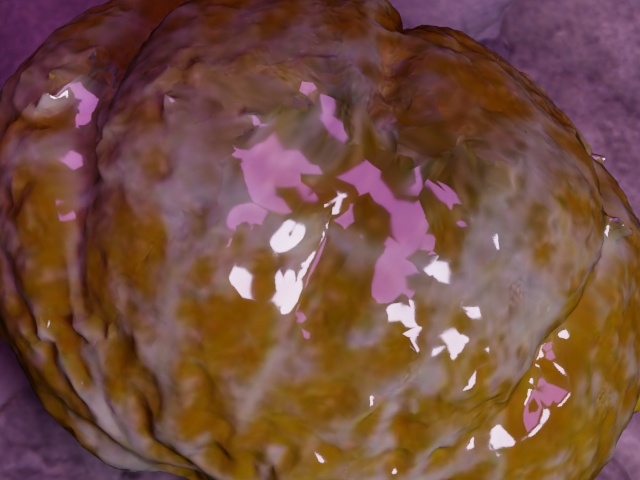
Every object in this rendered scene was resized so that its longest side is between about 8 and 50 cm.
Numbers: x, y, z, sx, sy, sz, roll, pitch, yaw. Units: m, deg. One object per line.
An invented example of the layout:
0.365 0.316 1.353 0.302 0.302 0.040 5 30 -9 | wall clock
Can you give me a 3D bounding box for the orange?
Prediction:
0.000 0.000 0.817 0.368 0.210 0.271 24 65 -3 | orange
